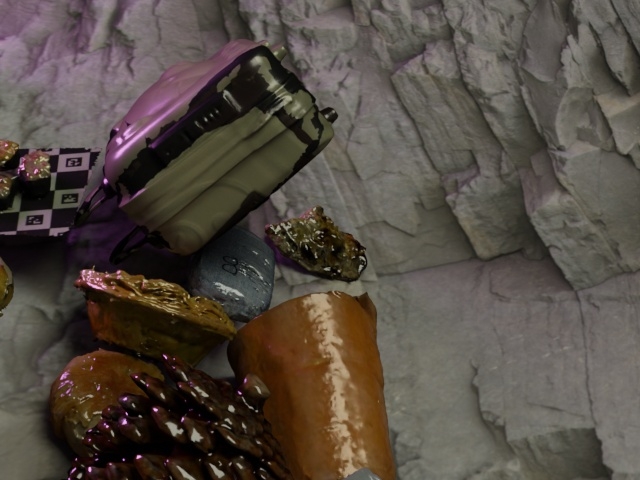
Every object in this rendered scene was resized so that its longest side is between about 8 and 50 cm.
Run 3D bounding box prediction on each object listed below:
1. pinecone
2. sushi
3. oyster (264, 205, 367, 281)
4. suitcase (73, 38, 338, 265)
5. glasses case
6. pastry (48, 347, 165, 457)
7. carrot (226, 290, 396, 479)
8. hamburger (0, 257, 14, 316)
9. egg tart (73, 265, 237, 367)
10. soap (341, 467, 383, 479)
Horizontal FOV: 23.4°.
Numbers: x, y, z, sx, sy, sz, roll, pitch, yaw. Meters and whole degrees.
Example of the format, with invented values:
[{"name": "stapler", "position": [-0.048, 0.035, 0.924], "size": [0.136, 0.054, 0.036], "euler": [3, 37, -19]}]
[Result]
[{"name": "pinecone", "position": [-0.147, 0.248, 1.580], "size": [0.224, 0.272, 0.224], "euler": [41, -3, 3]}, {"name": "sushi", "position": [-0.390, -0.078, 1.881], "size": [0.210, 0.040, 0.193], "euler": [1, 37, 6]}, {"name": "oyster", "position": [-0.006, 0.000, 2.177], "size": [0.177, 0.056, 0.105], "euler": [18, 45, -29]}, {"name": "suitcase", "position": [-0.165, -0.111, 1.937], "size": [0.194, 0.339, 0.351], "euler": [52, 0, -11]}, {"name": "glasses case", "position": [-0.114, 0.036, 1.976], "size": [0.109, 0.067, 0.282], "euler": [29, 16, -9]}, {"name": "pastry", "position": [-0.233, 0.188, 1.732], "size": [0.153, 0.081, 0.153], "euler": [19, 41, -18]}, {"name": "carrot", "position": [0.008, 0.209, 1.828], "size": [0.196, 0.196, 0.254], "euler": [7, 50, -33]}, {"name": "hamburger", "position": [-0.436, 0.059, 1.713], "size": [0.177, 0.113, 0.185], "euler": [21, 28, -8]}, {"name": "egg tart", "position": [-0.201, 0.096, 1.816], "size": [0.212, 0.090, 0.212], "euler": [20, -9, 3]}, {"name": "soap", "position": [-0.021, 0.460, 1.454], "size": [0.435, 0.213, 0.350], "euler": [-16, 59, -48]}]
